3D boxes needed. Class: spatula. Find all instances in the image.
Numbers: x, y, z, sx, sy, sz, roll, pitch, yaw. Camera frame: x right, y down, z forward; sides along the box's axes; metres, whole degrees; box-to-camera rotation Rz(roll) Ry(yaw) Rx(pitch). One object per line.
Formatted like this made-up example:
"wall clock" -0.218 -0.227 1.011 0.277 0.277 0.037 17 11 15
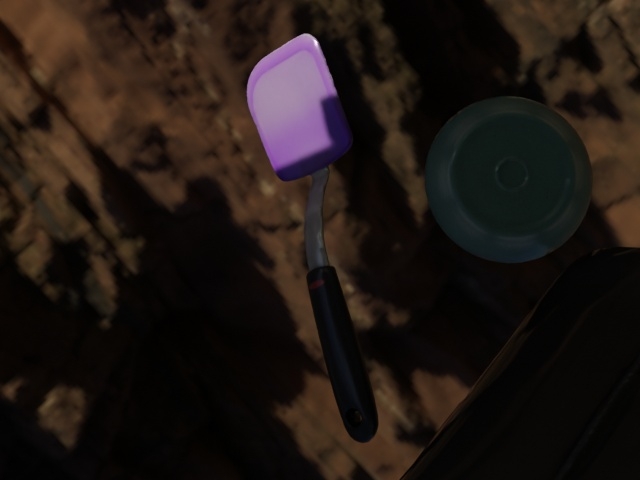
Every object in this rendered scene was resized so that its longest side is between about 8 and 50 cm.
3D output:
"spatula" 0.000 0.000 0.999 0.030 0.084 0.297 8 -115 -46

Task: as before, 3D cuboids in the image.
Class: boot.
"boot" 0.052 0.152 0.803 0.367 0.445 0.146 26 149 31

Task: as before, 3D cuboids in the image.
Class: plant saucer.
"plant saucer" 0.133 -0.045 0.971 0.119 0.119 0.021 46 174 5
